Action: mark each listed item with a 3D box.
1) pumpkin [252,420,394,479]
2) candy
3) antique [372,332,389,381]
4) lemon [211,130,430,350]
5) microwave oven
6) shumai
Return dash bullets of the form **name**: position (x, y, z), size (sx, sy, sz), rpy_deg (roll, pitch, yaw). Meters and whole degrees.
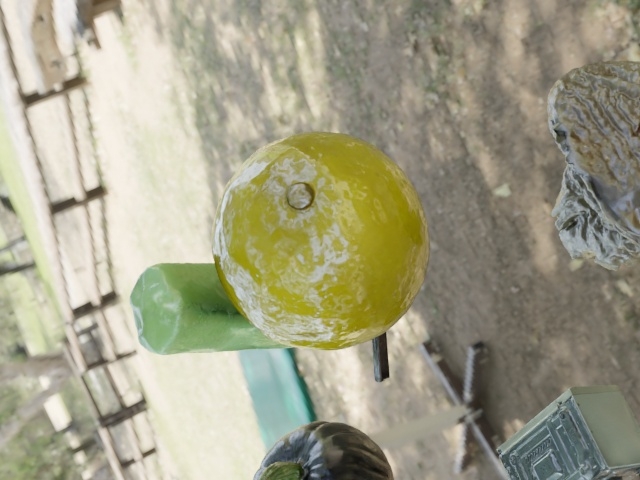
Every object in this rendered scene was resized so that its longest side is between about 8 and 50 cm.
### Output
- **pumpkin**: position (-0.016, 0.468, 1.913), size (0.296, 0.296, 0.295), rpy_deg (52, 157, 32)
- **candy**: position (-0.156, 0.112, 1.682), size (0.142, 0.344, 0.132), rpy_deg (46, 116, 35)
- **antique**: position (0.102, 0.151, 1.779), size (0.015, 0.031, 0.191), rpy_deg (1, 98, 39)
- **lemon**: position (0.000, 0.000, 1.506), size (0.348, 0.348, 0.348), rpy_deg (52, 157, 32)
- **microwave oven**: position (0.471, 0.407, 1.889), size (0.240, 0.145, 0.193), rpy_deg (-54, 43, 42)
- **shumai**: position (0.480, -0.088, 1.567), size (0.346, 0.217, 0.283), rpy_deg (53, 173, 26)
